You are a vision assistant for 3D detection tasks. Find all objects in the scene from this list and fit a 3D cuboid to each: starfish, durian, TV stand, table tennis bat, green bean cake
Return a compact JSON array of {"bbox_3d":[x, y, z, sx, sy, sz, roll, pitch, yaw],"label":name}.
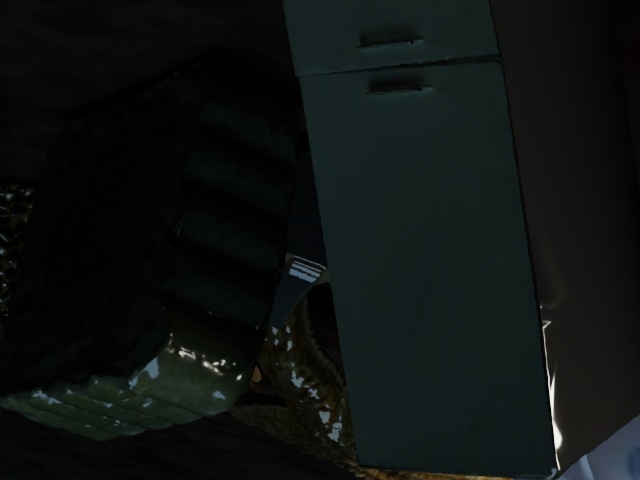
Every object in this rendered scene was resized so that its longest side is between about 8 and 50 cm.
[{"bbox_3d":[0.034,0.117,1.304,0.327,0.094,0.375,3,146,34],"label":"starfish"},{"bbox_3d":[-0.188,0.029,1.230,0.188,0.091,0.148,8,159,19],"label":"durian"},{"bbox_3d":[0.044,-0.064,0.596,0.082,0.270,0.088,-3,-167,37],"label":"TV stand"},{"bbox_3d":[0.000,0.000,1.095,0.130,0.019,0.220,21,149,-11],"label":"table tennis bat"},{"bbox_3d":[-0.092,0.011,0.991,0.094,0.183,0.185,22,157,-26],"label":"green bean cake"}]

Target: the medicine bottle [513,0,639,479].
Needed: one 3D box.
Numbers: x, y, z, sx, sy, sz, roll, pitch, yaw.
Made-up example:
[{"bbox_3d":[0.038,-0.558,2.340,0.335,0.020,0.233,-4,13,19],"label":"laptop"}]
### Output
[{"bbox_3d":[0.252,0.024,0.701,0.324,0.256,0.256,2,156,32],"label":"medicine bottle"}]
